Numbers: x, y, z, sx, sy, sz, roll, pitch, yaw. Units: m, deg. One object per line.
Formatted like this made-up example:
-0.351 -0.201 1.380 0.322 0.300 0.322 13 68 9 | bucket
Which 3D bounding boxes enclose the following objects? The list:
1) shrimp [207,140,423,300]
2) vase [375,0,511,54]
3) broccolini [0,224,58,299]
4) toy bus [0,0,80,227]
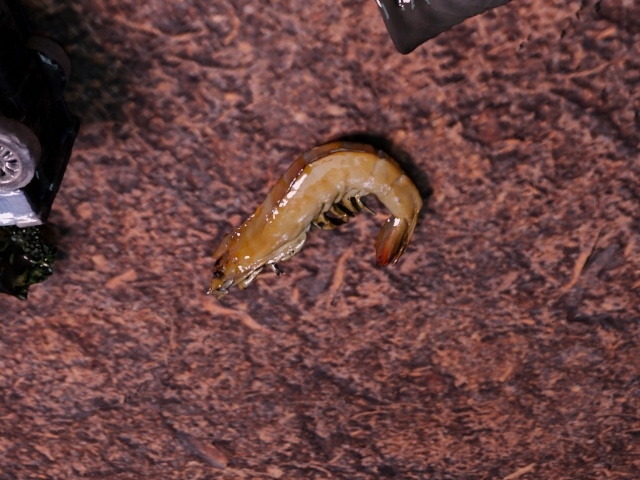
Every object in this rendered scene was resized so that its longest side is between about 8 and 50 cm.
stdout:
0.000 -0.001 0.640 0.124 0.034 0.178 27 120 -30 | shrimp
0.144 -0.174 0.459 0.237 0.115 0.115 -16 129 17 | vase
-0.312 0.035 0.663 0.254 0.071 0.057 -18 170 21 | broccolini
-0.235 -0.120 0.473 0.133 0.116 0.234 -7 132 8 | toy bus
